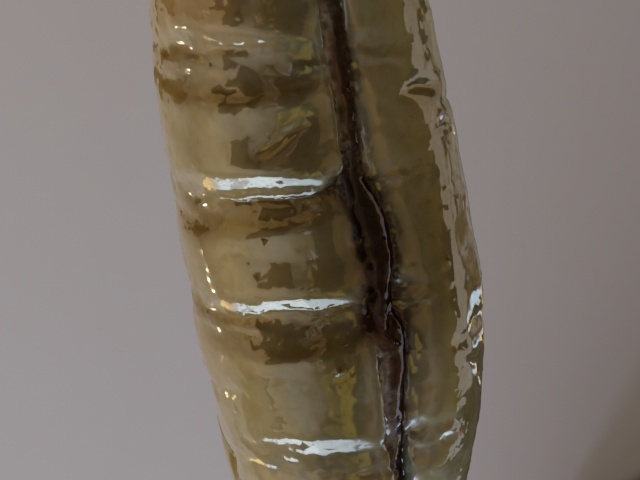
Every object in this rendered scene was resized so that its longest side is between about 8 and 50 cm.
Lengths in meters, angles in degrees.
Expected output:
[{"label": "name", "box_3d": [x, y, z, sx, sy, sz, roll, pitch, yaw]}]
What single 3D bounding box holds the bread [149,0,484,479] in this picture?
[{"label": "bread", "box_3d": [0.000, -0.001, 0.408, 0.053, 0.073, 0.214, -58, -36, -65]}]
